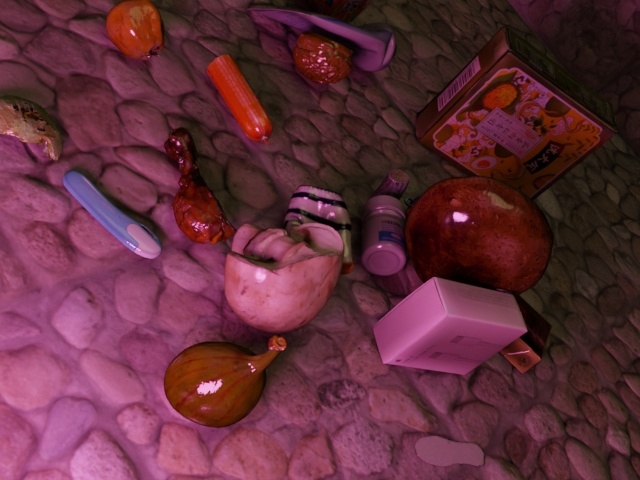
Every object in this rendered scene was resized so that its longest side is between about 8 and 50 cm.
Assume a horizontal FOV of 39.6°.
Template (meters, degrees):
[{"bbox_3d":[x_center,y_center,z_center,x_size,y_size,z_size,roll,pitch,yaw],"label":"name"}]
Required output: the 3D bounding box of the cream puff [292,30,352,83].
[{"bbox_3d":[0.001,-0.461,2.269,0.165,0.115,0.150,29,5,35],"label":"cream puff"}]

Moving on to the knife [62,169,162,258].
[{"bbox_3d":[-0.375,-0.045,1.592,0.222,0.031,0.064,42,40,0],"label":"knife"}]

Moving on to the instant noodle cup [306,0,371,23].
[{"bbox_3d":[0.040,-0.747,2.492,0.192,0.250,0.250,44,36,11],"label":"instant noodle cup"}]

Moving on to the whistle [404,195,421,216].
[{"bbox_3d":[0.269,-0.059,2.189,0.158,0.090,0.090,34,38,-16],"label":"whistle"}]

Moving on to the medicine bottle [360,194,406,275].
[{"bbox_3d":[0.143,-0.011,2.004,0.105,0.105,0.168,28,40,-23],"label":"medicine bottle"}]

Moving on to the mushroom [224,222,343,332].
[{"bbox_3d":[-0.081,0.074,1.656,0.195,0.188,0.254,22,24,33],"label":"mushroom"}]

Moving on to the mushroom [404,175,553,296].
[{"bbox_3d":[0.340,0.009,1.932,0.345,0.345,0.239,19,77,-32],"label":"mushroom"}]

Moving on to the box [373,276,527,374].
[{"bbox_3d":[0.271,0.183,1.863,0.252,0.203,0.106,15,48,-36],"label":"box"}]

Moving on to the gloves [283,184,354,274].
[{"bbox_3d":[-0.013,0.000,1.845,0.140,0.131,0.218,25,68,-40],"label":"gloves"}]

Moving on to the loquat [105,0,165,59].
[{"bbox_3d":[-0.389,-0.451,1.894,0.137,0.113,0.137,42,38,-44],"label":"loquat"}]

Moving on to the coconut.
[{"bbox_3d":[-0.529,-0.212,1.577,0.158,0.055,0.133,14,49,-38],"label":"coconut"}]

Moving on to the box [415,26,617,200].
[{"bbox_3d":[0.535,-0.326,2.457,0.420,0.373,0.138,31,38,-19],"label":"box"}]

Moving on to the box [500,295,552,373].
[{"bbox_3d":[0.442,0.183,2.146,0.240,0.071,0.159,44,35,-2],"label":"box"}]

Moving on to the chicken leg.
[{"bbox_3d":[-0.248,-0.106,1.738,0.113,0.093,0.304,34,26,-45],"label":"chicken leg"}]

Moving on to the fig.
[{"bbox_3d":[-0.131,0.197,1.414,0.151,0.259,0.151,35,33,-27],"label":"fig"}]

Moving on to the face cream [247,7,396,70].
[{"bbox_3d":[0.036,-0.552,2.365,0.420,0.137,0.235,8,10,-40],"label":"face cream"}]

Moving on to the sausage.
[{"bbox_3d":[-0.173,-0.309,2.002,0.071,0.071,0.234,-13,66,-49],"label":"sausage"}]

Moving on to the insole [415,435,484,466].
[{"bbox_3d":[0.263,0.427,1.794,0.197,0.004,0.065,13,48,-37],"label":"insole"}]

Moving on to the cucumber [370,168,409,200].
[{"bbox_3d":[0.168,-0.118,2.127,0.064,0.112,0.064,21,41,-19],"label":"cucumber"}]
